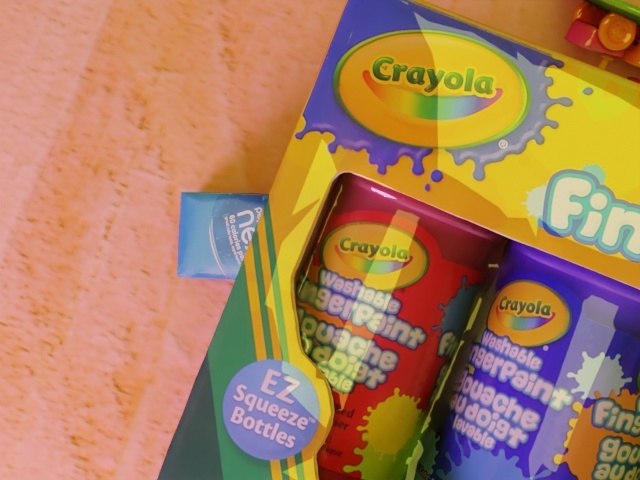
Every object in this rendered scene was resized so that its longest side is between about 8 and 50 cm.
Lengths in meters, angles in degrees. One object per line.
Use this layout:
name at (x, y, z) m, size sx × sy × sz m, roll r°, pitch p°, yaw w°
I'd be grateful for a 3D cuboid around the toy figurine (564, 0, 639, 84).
toy figurine at (0.225, -0.095, 1.122) m, size 0.173 × 0.130 × 0.159 m, roll 18°, pitch 103°, yaw -21°

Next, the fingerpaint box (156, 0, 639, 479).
fingerpaint box at (0.166, 0.081, 0.988) m, size 0.445 × 0.163 × 0.371 m, roll 23°, pitch 94°, yaw 7°

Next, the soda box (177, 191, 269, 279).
soda box at (0.000, 0.000, 1.131) m, size 0.210 × 0.071 × 0.067 m, roll 2°, pitch 88°, yaw 3°
